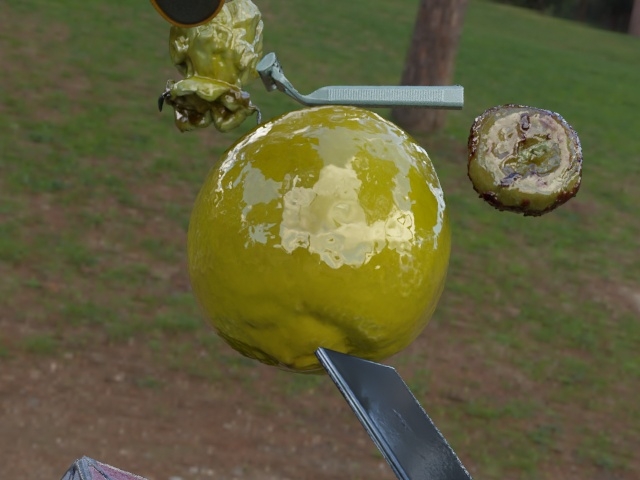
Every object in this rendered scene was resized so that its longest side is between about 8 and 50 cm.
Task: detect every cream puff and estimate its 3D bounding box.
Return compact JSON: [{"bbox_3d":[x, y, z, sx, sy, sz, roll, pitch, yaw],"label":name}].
[{"bbox_3d":[0.235,-0.088,1.500,0.149,0.149,0.084,10,-28,2],"label":"cream puff"}]

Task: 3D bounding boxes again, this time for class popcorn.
[{"bbox_3d":[-0.148,-0.259,1.836,0.173,0.195,0.168,21,-37,-13],"label":"popcorn"}]

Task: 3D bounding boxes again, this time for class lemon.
[{"bbox_3d":[0.000,0.000,1.553,0.348,0.348,0.348,10,11,-2],"label":"lemon"}]

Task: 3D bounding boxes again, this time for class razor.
[{"bbox_3d":[0.055,-0.200,1.732,0.278,0.056,0.111,9,-7,6],"label":"razor"}]

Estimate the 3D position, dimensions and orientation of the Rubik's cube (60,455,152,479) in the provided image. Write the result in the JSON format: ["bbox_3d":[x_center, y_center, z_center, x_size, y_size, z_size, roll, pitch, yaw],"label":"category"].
[{"bbox_3d":[-0.385,0.588,2.331,0.259,0.260,0.255,31,13,-32],"label":"Rubik's cube"}]

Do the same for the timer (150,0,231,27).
[{"bbox_3d":[-0.142,-0.386,1.443,0.233,0.233,0.240,4,39,-27],"label":"timer"}]

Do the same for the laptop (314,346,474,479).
[{"bbox_3d":[0.075,0.174,1.194,0.129,0.016,0.180,21,24,-45],"label":"laptop"}]
